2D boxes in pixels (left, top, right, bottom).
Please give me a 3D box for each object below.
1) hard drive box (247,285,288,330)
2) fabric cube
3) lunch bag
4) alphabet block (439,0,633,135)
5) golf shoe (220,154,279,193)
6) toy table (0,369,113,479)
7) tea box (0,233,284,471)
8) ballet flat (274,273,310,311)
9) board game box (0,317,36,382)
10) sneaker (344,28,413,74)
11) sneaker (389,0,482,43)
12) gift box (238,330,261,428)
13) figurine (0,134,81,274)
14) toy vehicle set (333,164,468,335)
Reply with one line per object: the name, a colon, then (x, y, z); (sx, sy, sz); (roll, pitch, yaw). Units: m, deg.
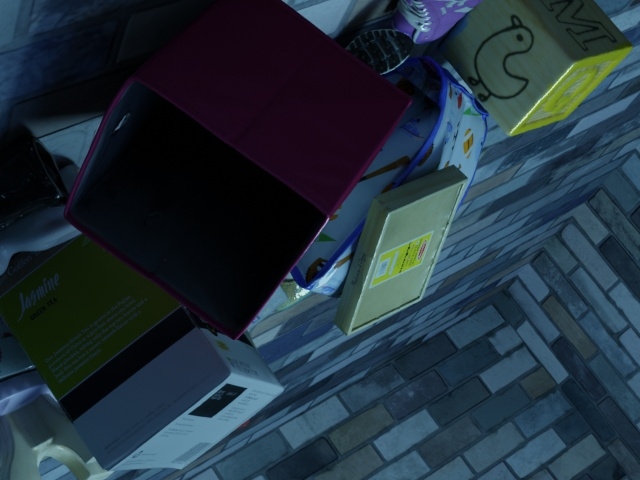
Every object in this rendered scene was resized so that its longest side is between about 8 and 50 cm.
hard drive box: (-0.154, 0.015, 1.792); (0.089, 0.181, 0.232); (-37, 158, -4)
fabric cube: (-0.095, -0.098, 1.373); (0.254, 0.259, 0.258); (-53, -178, 45)
lunch bag: (0.092, -0.108, 1.898); (0.385, 0.239, 0.328); (-48, 161, 9)
alphabet block: (0.350, -0.314, 1.937); (0.193, 0.197, 0.192); (-21, 157, -44)
golf shoe: (-0.077, -0.071, 1.634); (0.306, 0.115, 0.140); (-23, 163, -39)
toy table: (-0.422, 0.303, 1.794); (0.252, 0.161, 0.274); (-45, 162, 28)
tea box: (-0.258, 0.142, 1.720); (0.220, 0.323, 0.329); (-37, 165, 2)
ballet flat: (0.000, 0.000, 2.291); (0.348, 0.123, 0.123); (-37, 164, 3)
board game box: (-0.554, 0.231, 1.775); (0.303, 0.097, 0.224); (-19, 157, -45)
sneaker: (0.060, -0.262, 1.708); (0.162, 0.063, 0.073); (-18, -172, 26)
sneaker: (0.140, -0.329, 1.635); (0.161, 0.102, 0.282); (-42, 164, 30)
gift box: (-0.240, 0.205, 2.057); (0.276, 0.258, 0.255); (-17, 156, -31)
figurine: (-0.389, -0.022, 1.444); (0.209, 0.092, 0.215); (-29, 165, 3)
toy vehicle set: (0.119, 0.018, 1.804); (0.166, 0.035, 0.267); (-22, 144, -36)
